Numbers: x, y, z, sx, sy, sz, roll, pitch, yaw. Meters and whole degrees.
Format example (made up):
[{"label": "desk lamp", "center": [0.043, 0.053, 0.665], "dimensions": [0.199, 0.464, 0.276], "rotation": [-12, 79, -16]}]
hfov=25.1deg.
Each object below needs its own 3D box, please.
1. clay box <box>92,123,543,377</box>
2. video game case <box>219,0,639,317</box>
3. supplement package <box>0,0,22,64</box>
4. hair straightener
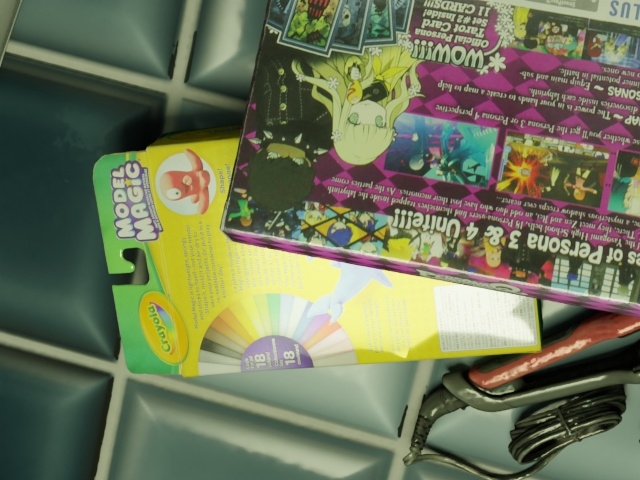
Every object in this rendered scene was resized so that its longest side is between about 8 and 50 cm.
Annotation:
[{"label": "clay box", "center": [0.000, 0.000, 0.752], "dimensions": [0.222, 0.053, 0.128], "rotation": [-4, 105, 11]}, {"label": "video game case", "center": [0.086, -0.082, 0.677], "dimensions": [0.232, 0.042, 0.210], "rotation": [10, 81, 6]}, {"label": "supplement package", "center": [-0.299, -0.129, 0.713], "dimensions": [0.261, 0.145, 0.204], "rotation": [24, 108, 2]}, {"label": "hair straightener", "center": [0.151, 0.083, 0.756], "dimensions": [0.230, 0.047, 0.089], "rotation": [-26, 101, 16]}]
